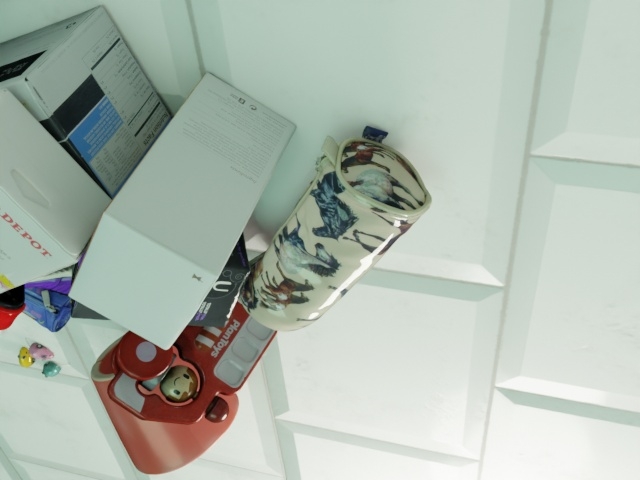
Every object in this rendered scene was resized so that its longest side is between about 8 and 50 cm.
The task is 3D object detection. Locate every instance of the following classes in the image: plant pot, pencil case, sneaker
[{"bbox_3d":[-0.354,0.329,1.617,0.275,0.275,0.243,-14,115,32],"label":"plant pot"},{"bbox_3d":[-0.658,0.082,1.569,0.306,0.119,0.133,31,177,-9],"label":"pencil case"},{"bbox_3d":[0.000,0.000,1.209,0.183,0.160,0.410,37,135,-3],"label":"pencil case"},{"bbox_3d":[-0.516,0.077,1.499,0.293,0.102,0.146,-3,139,5],"label":"sneaker"}]

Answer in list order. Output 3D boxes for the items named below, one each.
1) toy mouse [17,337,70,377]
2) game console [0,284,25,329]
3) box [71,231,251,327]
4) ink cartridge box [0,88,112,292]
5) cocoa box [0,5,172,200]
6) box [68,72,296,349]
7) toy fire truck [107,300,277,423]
[{"bbox_3d":[-0.711,0.311,1.882,0.143,0.031,0.161,14,136,8],"label":"toy mouse"},{"bbox_3d":[-0.661,-0.038,1.271,0.060,0.386,0.342,-42,129,9],"label":"game console"},{"bbox_3d":[-0.278,0.040,1.266,0.270,0.143,0.165,7,134,-25],"label":"box"},{"bbox_3d":[-0.483,-0.045,1.039,0.306,0.131,0.226,-19,125,31],"label":"ink cartridge box"},{"bbox_3d":[-0.457,-0.176,1.164,0.347,0.231,0.228,-9,129,27],"label":"cocoa box"},{"bbox_3d":[-0.198,-0.050,1.104,0.168,0.345,0.215,30,135,-9],"label":"box"},{"bbox_3d":[-0.252,0.221,1.433,0.254,0.302,0.169,36,155,-8],"label":"toy fire truck"}]
